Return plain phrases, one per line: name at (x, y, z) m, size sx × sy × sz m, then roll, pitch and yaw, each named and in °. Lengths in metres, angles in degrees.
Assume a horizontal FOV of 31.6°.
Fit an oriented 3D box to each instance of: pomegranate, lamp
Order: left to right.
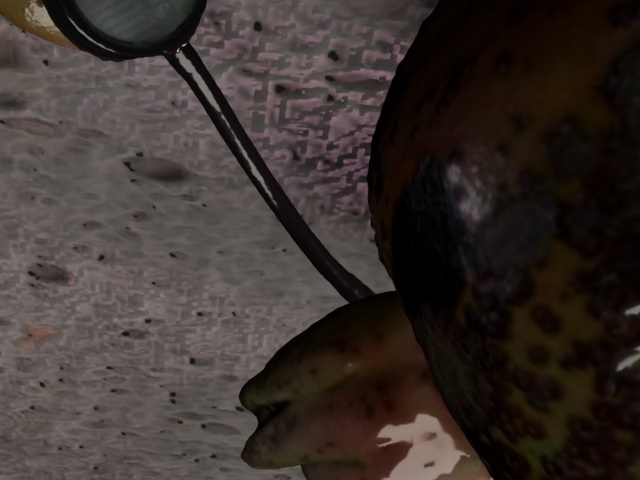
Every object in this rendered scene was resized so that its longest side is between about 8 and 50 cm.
lamp at (-0.016, -0.005, 0.579) m, size 0.371 × 0.130 × 0.108 m, roll 40°, pitch 171°, yaw -28°
pomegranate at (0.105, 0.018, 0.442) m, size 0.341 × 0.285 × 0.285 m, roll -30°, pitch 128°, yaw 25°

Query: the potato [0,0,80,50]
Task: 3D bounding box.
potato at (-0.116, -0.112, 0.500) m, size 0.093 × 0.037 × 0.036 m, roll 22°, pitch 132°, yaw -17°
